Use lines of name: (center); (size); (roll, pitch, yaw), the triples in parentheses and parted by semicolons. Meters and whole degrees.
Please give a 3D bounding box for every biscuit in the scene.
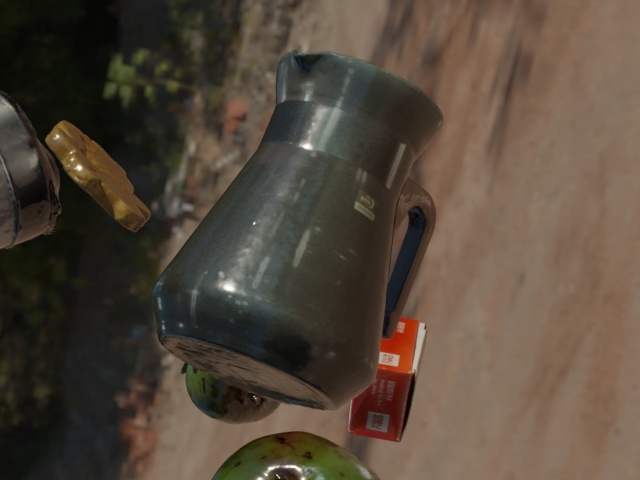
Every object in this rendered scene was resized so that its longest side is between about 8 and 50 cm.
biscuit: (-0.309, -0.091, 2.184); (0.035, 0.184, 0.249); (-44, 27, 5)

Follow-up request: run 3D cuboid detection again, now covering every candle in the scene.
candle: (-0.460, -0.039, 1.744); (0.187, 0.330, 0.187); (42, 145, 40)

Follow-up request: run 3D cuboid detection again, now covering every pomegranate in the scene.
pomegranate: (-0.022, 0.285, 1.495); (0.224, 0.181, 0.181); (87, -176, -54)
pomegranate: (-0.116, 0.176, 2.141); (0.169, 0.148, 0.148); (-165, 86, -74)

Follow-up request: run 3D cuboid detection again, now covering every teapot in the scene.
teapot: (0.000, 0.000, 1.732); (0.253, 0.300, 0.344); (9, 70, 44)

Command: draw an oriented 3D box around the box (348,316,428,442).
box: (0.105, 0.211, 2.485); (0.182, 0.099, 0.133); (-72, -8, -66)
